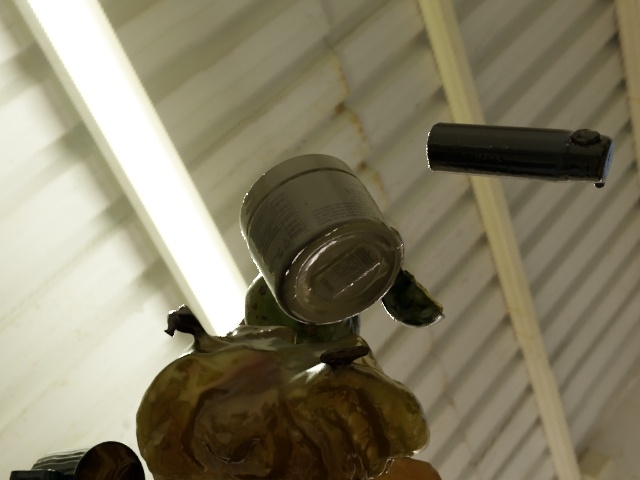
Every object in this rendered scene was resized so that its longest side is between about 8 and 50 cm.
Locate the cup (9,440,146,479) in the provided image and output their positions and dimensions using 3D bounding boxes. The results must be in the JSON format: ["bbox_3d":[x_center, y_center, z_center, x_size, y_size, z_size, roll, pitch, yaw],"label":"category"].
[{"bbox_3d":[-0.340,0.330,1.308,0.150,0.138,0.113,50,-134,-24],"label":"cup"}]

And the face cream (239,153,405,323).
[{"bbox_3d":[0.000,0.000,1.230,0.177,0.153,0.177,-16,-45,-17],"label":"face cream"}]

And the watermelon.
[{"bbox_3d":[0.120,0.084,1.302,0.062,0.105,0.105,-46,-47,-5],"label":"watermelon"}]

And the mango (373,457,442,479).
[{"bbox_3d":[0.094,0.447,1.415,0.138,0.187,0.257,101,-179,-48],"label":"mango"}]

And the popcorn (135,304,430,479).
[{"bbox_3d":[-0.057,0.213,1.071,0.298,0.316,0.280,-10,-69,-28],"label":"popcorn"}]

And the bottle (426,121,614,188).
[{"bbox_3d":[0.265,-0.119,1.260,0.072,0.245,0.082,-56,-38,-38],"label":"bottle"}]

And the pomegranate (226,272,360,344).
[{"bbox_3d":[-0.056,0.139,1.586,0.214,0.248,0.214,35,-136,-42],"label":"pomegranate"}]
